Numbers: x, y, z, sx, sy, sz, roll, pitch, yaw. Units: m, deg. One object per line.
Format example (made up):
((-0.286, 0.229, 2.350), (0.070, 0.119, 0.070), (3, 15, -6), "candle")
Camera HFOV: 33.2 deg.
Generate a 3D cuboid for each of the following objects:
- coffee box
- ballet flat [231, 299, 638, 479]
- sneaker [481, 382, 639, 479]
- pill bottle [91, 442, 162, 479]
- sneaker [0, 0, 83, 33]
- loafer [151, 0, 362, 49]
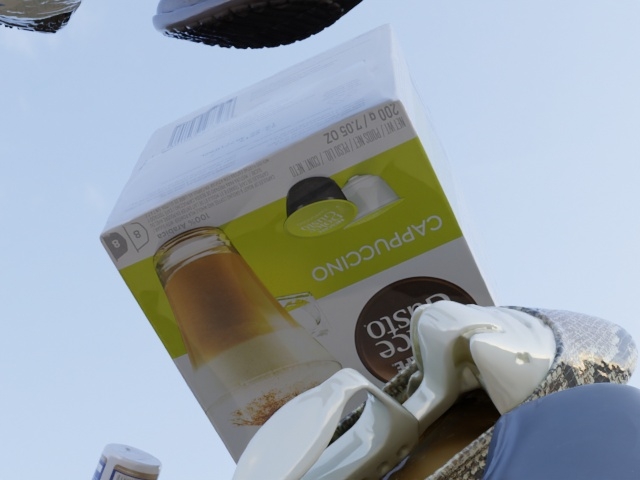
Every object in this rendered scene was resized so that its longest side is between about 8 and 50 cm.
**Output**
((0.000, 0.000, 1.240), (0.338, 0.338, 0.334), (-23, -69, 10), "coffee box")
((0.070, 0.163, 0.881), (0.483, 0.164, 0.182), (-35, -59, -17), "ballet flat")
((0.152, 0.104, 0.350), (0.222, 0.118, 0.083), (10, -59, 16), "sneaker")
((-0.219, 0.282, 1.140), (0.067, 0.067, 0.120), (22, -91, -37), "pill bottle")
((-0.232, -0.224, 0.877), (0.085, 0.086, 0.237), (9, -8, -36), "sneaker")
((-0.011, -0.276, 0.984), (0.366, 0.130, 0.134), (-15, -10, 35), "loafer")
